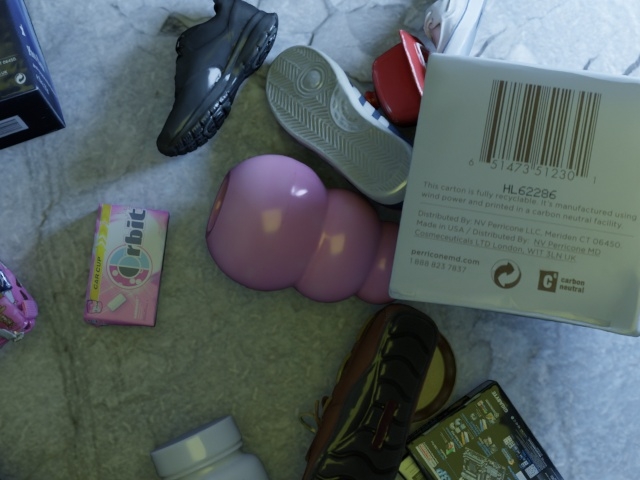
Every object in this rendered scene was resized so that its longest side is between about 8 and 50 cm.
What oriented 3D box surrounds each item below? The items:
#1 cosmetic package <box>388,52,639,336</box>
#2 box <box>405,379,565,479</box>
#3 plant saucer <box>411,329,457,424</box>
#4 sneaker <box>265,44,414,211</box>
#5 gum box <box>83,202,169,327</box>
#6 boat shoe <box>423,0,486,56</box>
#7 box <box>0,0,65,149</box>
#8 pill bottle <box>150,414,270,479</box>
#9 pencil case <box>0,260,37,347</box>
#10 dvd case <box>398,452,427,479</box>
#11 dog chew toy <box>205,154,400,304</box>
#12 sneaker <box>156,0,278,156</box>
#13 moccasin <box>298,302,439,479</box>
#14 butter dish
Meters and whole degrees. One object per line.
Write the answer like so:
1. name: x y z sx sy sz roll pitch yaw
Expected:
1. cosmetic package: 0.309 -0.052 1.657 0.329 0.393 0.327 9 90 15
2. box: 0.258 0.352 1.813 0.175 0.051 0.220 -35 89 -7
3. plant saucer: 0.130 0.205 1.855 0.168 0.029 0.168 1 85 -7
4. sneaker: 0.046 -0.162 1.823 0.131 0.148 0.350 -43 59 8
5. gum box: -0.297 0.044 1.807 0.107 0.062 0.188 7 84 -5
6. boat shoe: 0.203 -0.338 1.852 0.084 0.095 0.258 16 49 10
7. box: -0.510 -0.297 1.697 0.182 0.296 0.294 -20 88 -7
8. pill bottle: -0.135 0.414 1.742 0.160 0.160 0.283 -25 88 -7
9. pencil case: -0.602 0.174 1.720 0.386 0.167 0.160 -41 123 -7
10. dvd case: 0.258 0.385 1.852 0.179 0.029 0.239 -41 90 -7
11. dog chew toy: 0.000 0.000 1.780 0.332 0.206 0.207 19 83 -12
12. sneaker: -0.183 -0.258 1.835 0.130 0.109 0.286 31 73 4
13. moccasin: 0.052 0.272 1.768 0.139 0.147 0.380 20 82 -17
14. butter dish: 0.126 -0.236 1.849 0.118 0.160 0.160 -20 88 16
